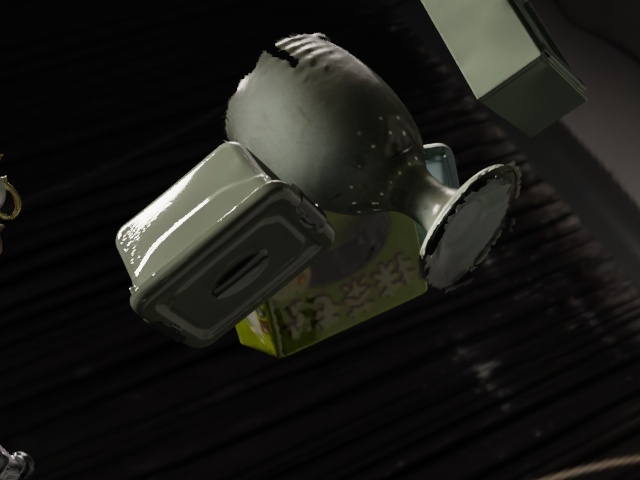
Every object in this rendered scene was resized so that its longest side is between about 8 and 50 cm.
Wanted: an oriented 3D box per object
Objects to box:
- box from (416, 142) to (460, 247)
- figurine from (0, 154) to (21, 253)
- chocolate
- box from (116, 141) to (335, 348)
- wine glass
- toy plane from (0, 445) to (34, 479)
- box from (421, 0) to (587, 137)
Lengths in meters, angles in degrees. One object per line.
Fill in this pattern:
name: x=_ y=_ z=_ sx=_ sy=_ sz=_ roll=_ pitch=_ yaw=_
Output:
box: x=0.163 y=-0.046 z=2.110 sx=0.130 sy=0.162 sz=0.227 roll=-91 pitch=-10 yaw=-52
figurine: x=-0.556 y=-0.015 z=1.870 sx=0.142 sy=0.190 sz=0.263 roll=7 pitch=86 yaw=65
chocolate: x=0.000 y=0.000 z=1.816 sx=0.137 sy=0.301 sz=0.288 roll=41 pitch=149 yaw=55
box: x=-0.088 y=-0.001 z=1.065 sx=0.093 sy=0.172 sz=0.124 roll=55 pitch=-173 yaw=34
wine glass: x=0.053 y=-0.098 z=1.452 sx=0.357 sy=0.190 sz=0.190 roll=38 pitch=138 yaw=30
toy plane: x=-0.434 y=0.267 z=1.520 sx=0.255 sy=0.101 sz=0.251 roll=46 pitch=180 yaw=22
box: x=0.280 y=-0.304 z=1.887 sx=0.117 sy=0.225 sz=0.225 roll=-35 pitch=65 yaw=19
